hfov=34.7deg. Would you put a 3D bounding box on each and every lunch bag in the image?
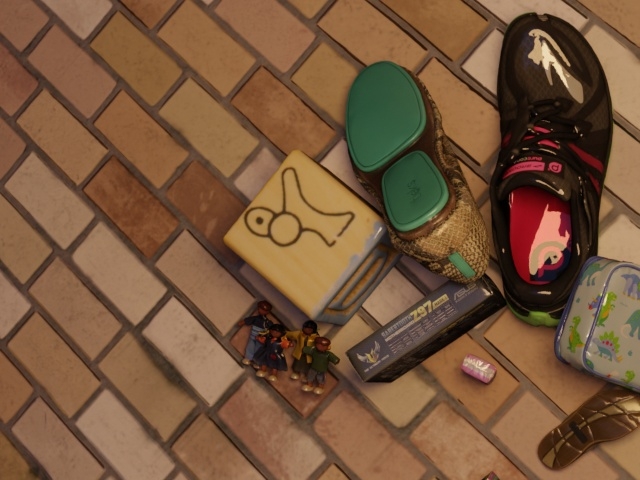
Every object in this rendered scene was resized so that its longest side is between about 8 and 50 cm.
[{"bbox_3d":[0.452,0.125,1.467,0.219,0.090,0.176,20,88,-24],"label":"lunch bag"}]

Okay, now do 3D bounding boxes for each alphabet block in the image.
[{"bbox_3d":[0.000,0.000,1.616,0.197,0.193,0.192,41,94,18],"label":"alphabet block"}]

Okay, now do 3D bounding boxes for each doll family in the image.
[{"bbox_3d":[-0.054,0.168,1.669,0.193,0.076,0.111,13,106,13],"label":"doll family"}]

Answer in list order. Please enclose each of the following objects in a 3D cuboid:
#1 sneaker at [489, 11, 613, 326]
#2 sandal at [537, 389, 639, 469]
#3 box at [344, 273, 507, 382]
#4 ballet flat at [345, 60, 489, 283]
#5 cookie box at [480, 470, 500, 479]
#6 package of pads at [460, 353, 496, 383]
[{"bbox_3d":[0.345,-0.115,1.524,0.185,0.202,0.482,-4,81,15],"label":"sneaker"},{"bbox_3d":[0.406,0.281,1.536,0.180,0.049,0.072,-40,67,23],"label":"sandal"},{"bbox_3d":[0.165,0.131,1.554,0.233,0.183,0.059,-36,74,10],"label":"box"},{"bbox_3d":[0.149,-0.095,1.564,0.164,0.182,0.483,-34,34,13],"label":"ballet flat"},{"bbox_3d":[0.229,0.401,1.546,0.107,0.092,0.040,-42,77,7],"label":"cookie box"},{"bbox_3d":[0.244,0.198,1.573,0.050,0.083,0.032,30,87,15],"label":"package of pads"}]
